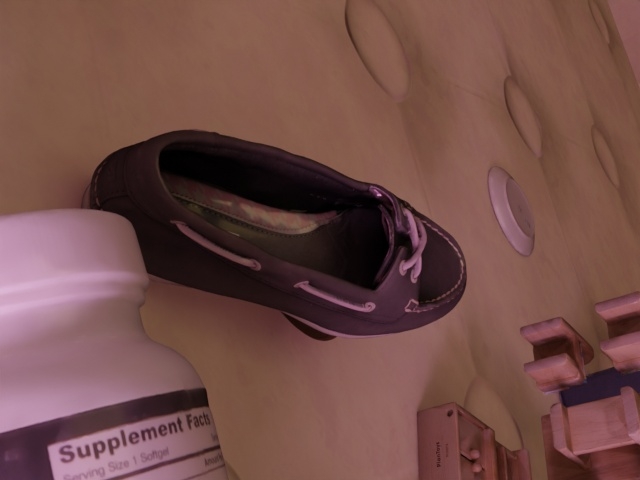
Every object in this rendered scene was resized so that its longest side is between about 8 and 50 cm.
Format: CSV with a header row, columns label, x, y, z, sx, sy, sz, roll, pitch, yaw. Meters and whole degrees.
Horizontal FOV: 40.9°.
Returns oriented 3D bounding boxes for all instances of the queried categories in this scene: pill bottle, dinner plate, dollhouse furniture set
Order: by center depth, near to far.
label,x,y,z,sx,sy,sz,roll,pitch,yaw
pill bottle,-0.114,0.138,0.376,0.162,0.162,0.279,0,70,-57
dollhouse furniture set,0.236,0.204,0.795,0.161,0.242,0.212,38,42,-39
dinner plate,0.286,-0.045,1.258,0.141,0.017,0.141,35,45,-44

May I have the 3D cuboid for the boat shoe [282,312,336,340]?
label,x,y,z,sx,sy,sz,roll,pitch,yaw
boat shoe,-0.024,0.012,0.699,0.152,0.056,0.049,58,37,-15

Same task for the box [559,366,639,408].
label,x,y,z,sx,sy,sz,roll,pitch,yaw
box,0.664,0.284,1.179,0.471,0.479,0.298,17,55,-53

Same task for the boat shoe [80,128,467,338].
label,x,y,z,sx,sy,sz,roll,pitch,yaw
boat shoe,0.000,0.000,0.618,0.335,0.095,0.112,12,63,-33
